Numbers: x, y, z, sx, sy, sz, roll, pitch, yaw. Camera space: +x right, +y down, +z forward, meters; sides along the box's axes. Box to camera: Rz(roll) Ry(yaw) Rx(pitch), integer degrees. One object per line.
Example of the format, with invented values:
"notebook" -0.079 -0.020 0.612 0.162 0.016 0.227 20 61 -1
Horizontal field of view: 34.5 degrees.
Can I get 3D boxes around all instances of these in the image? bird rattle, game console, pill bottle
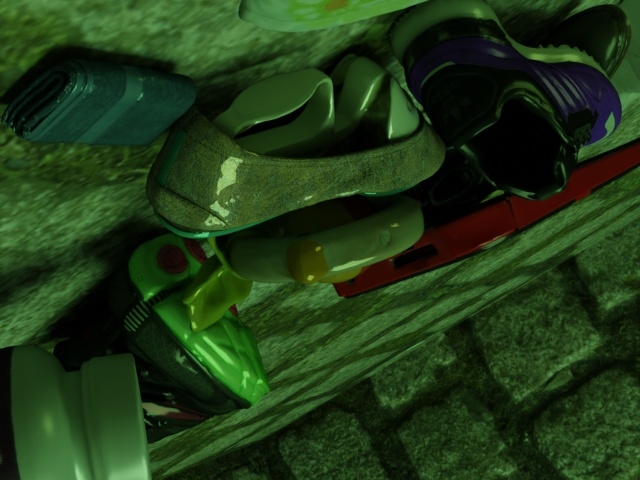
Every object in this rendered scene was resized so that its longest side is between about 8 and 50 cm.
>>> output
"bird rattle" 0.000 0.000 0.886 0.253 0.143 0.207 -10 -170 -33
"game console" 0.212 -0.032 1.386 0.342 0.060 0.386 -27 -178 -31
"pill bottle" -0.298 0.179 0.862 0.301 0.169 0.169 -9 164 -10

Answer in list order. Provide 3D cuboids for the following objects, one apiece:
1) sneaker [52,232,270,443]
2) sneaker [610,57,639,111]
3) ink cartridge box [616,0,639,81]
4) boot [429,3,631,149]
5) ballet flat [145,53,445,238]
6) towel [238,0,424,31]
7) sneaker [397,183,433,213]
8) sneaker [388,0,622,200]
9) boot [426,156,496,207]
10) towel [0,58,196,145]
"sneaker" -0.180 0.141 1.097 0.202 0.185 0.483 -27 166 -16
"sneaker" 0.369 -0.204 1.177 0.094 0.080 0.212 -35 178 -25
"ink cartridge box" 0.365 -0.221 1.020 0.143 0.092 0.090 -26 167 -10
"boot" 0.195 -0.145 0.990 0.106 0.082 0.219 -22 168 -37
"ballet flat" 0.007 -0.084 0.793 0.316 0.107 0.106 -23 137 -47
"towel" 0.133 -0.244 0.451 0.320 0.090 0.374 -23 166 -26
"sneaker" 0.096 -0.044 1.295 0.109 0.040 0.044 -17 180 -30
"sneaker" 0.176 -0.093 0.866 0.293 0.146 0.102 10 141 -46
"boot" 0.215 -0.094 1.251 0.086 0.069 0.190 -24 169 -44
"towel" -0.134 -0.087 0.642 0.067 0.029 0.119 -34 165 27
